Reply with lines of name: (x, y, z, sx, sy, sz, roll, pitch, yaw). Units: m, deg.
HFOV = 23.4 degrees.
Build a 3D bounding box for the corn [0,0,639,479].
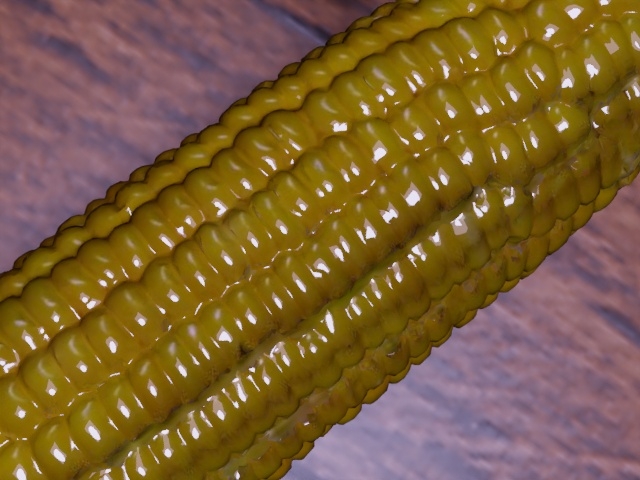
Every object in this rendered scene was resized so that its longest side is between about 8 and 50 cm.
corn: (0.000, 0.000, 0.540, 0.363, 0.120, 0.120, -36, 90, -10)
